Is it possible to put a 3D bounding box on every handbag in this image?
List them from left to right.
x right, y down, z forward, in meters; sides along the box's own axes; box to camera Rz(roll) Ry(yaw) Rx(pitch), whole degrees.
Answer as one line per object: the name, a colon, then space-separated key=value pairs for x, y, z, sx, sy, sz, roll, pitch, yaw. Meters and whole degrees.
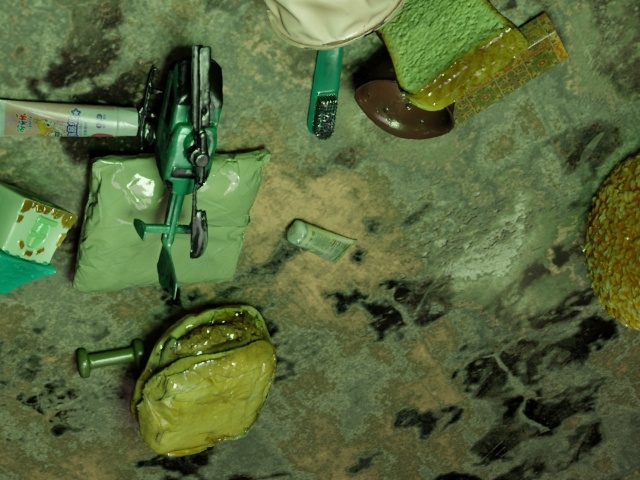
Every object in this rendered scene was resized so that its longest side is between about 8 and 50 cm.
handbag: x=0.006 y=-0.354 z=1.688 sx=0.205 sy=0.179 sz=0.116 roll=-20 pitch=145 yaw=-1

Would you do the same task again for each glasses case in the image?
glasses case: x=0.266 y=-0.258 z=1.988 sx=0.218 sy=0.049 sz=0.075 roll=-31 pitch=144 yaw=10

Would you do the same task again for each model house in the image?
model house: x=-0.441 y=0.001 z=1.853 sx=0.127 sy=0.100 sz=0.149 roll=22 pitch=94 yaw=-59

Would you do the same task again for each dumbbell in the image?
dumbbell: x=-0.352 y=0.199 z=2.194 sx=0.118 sy=0.046 sz=0.052 roll=-10 pitch=131 yaw=-14

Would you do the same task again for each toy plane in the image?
toy plane: x=-0.194 y=-0.110 z=1.826 sx=0.106 sy=0.155 sz=0.382 roll=4 pitch=115 yaw=-25

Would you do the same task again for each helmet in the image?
helmet: x=0.138 y=-0.227 z=1.918 sx=0.155 sy=0.106 sz=0.175 roll=16 pitch=157 yaw=12

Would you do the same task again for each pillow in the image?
pillow: x=-0.231 y=-0.023 z=1.997 sx=0.274 sy=0.076 sz=0.281 roll=-2 pitch=135 yaw=-23

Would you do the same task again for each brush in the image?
brush: x=0.012 y=-0.224 z=1.926 sx=0.043 sy=0.032 sz=0.193 roll=-7 pitch=137 yaw=-16

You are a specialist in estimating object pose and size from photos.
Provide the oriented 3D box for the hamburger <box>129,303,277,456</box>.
hamburger: x=-0.196 y=0.232 z=2.213 sx=0.259 sy=0.145 sz=0.283 roll=-2 pitch=139 yaw=-35

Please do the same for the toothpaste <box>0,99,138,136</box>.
toothpaste: x=-0.355 y=-0.169 z=1.823 sx=0.194 sy=0.043 sz=0.067 roll=0 pitch=135 yaw=-15

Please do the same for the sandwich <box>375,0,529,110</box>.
sandwich: x=0.169 y=-0.294 z=1.785 sx=0.186 sy=0.215 sz=0.065 roll=-36 pitch=138 yaw=16

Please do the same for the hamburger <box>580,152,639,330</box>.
hamburger: x=0.613 y=0.007 z=2.213 sx=0.250 sy=0.330 sz=0.330 roll=12 pitch=128 yaw=-31

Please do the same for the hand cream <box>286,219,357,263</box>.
hand cream: x=0.000 y=0.000 z=2.156 sx=0.061 sy=0.039 sz=0.143 roll=-47 pitch=142 yaw=16
